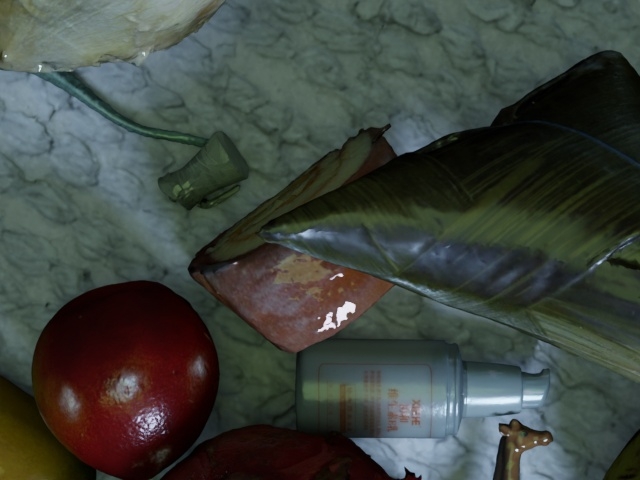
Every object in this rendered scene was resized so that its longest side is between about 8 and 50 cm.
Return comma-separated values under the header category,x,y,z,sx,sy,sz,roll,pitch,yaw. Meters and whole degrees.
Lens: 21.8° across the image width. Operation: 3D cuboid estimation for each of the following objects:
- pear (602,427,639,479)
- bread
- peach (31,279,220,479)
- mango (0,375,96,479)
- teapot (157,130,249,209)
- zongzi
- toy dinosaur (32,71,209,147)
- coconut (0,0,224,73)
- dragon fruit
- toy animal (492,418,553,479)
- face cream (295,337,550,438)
category,x,y,z,sx,sy,sz,roll,pitch,yaw
pear,0.387,0.272,1.576,0.284,0.283,0.283,0,93,2
bread,0.003,0.002,1.613,0.244,0.190,0.123,-38,105,0
peach,-0.183,0.138,1.605,0.197,0.197,0.197,0,93,2
mango,-0.337,0.214,1.661,0.221,0.120,0.151,34,92,-8
teapot,-0.117,-0.063,1.676,0.083,0.057,0.067,-32,121,8
zongzi,0.216,0.049,1.454,0.432,0.208,0.403,-20,54,-32
toy dinosaur,-0.287,-0.174,1.634,0.383,0.129,0.076,37,101,-1
coconut,-0.225,-0.327,1.504,0.405,0.404,0.404,0,93,2
dragon fruit,-0.041,0.319,1.574,0.296,0.302,0.295,-4,95,-43
toy animal,0.174,0.317,1.645,0.224,0.066,0.229,-32,87,10
face cream,0.102,0.148,1.654,0.252,0.101,0.101,1,93,2
